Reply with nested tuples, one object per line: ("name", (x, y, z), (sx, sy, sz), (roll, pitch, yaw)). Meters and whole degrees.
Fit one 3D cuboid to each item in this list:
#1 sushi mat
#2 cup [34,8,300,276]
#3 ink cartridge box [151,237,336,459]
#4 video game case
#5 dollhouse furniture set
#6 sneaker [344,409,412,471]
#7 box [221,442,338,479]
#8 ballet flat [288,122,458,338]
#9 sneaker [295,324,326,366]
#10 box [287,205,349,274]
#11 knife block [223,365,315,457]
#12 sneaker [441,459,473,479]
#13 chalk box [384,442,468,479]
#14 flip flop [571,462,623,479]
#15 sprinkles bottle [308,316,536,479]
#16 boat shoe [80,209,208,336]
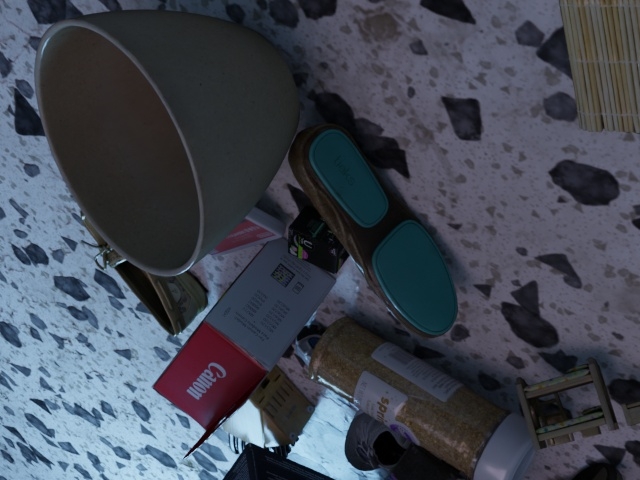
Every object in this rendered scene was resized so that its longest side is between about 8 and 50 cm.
("sushi mat", (0.308, -0.231, 1.022), (0.151, 0.019, 0.316), (8, 134, 34))
("cup", (-0.167, -0.153, 1.296), (0.331, 0.237, 0.331), (30, 136, 34))
("ink cartridge box", (-0.146, 0.177, 1.639), (0.130, 0.272, 0.309), (39, 144, -1))
("video game case", (-0.220, -0.058, 1.554), (0.285, 0.025, 0.204), (29, 154, -29))
("dollhouse furniture set", (0.384, 0.217, 1.430), (0.182, 0.101, 0.161), (-19, 165, 18))
("sneaker", (0.100, 0.339, 1.739), (0.105, 0.115, 0.281), (37, 144, 1))
("box", (-0.014, 0.571, 1.819), (0.343, 0.312, 0.179), (28, 106, -20))
("ballet flat", (0.064, -0.012, 1.408), (0.342, 0.116, 0.124), (51, 162, -17))
("sneaker", (0.035, 0.218, 1.716), (0.191, 0.071, 0.083), (41, 154, 6))
("box", (0.000, 0.000, 1.508), (0.083, 0.052, 0.062), (24, 143, 17))
("knife block", (-0.140, 0.318, 1.944), (0.242, 0.088, 0.275), (-20, 116, 49))
("sneaker", (0.240, 0.458, 1.772), (0.145, 0.090, 0.270), (35, 142, 9))
("chalk box", (0.130, 0.492, 1.569), (0.180, 0.289, 0.179), (33, 161, 21))
("flip flop", (0.398, 0.432, 1.613), (0.080, 0.112, 0.277), (26, 140, -8))
("sprinkles bottle", (0.153, 0.246, 1.555), (0.355, 0.121, 0.121), (29, 144, 25))
("boat shoe", (-0.319, 0.042, 1.794), (0.285, 0.089, 0.104), (45, 144, -9))
